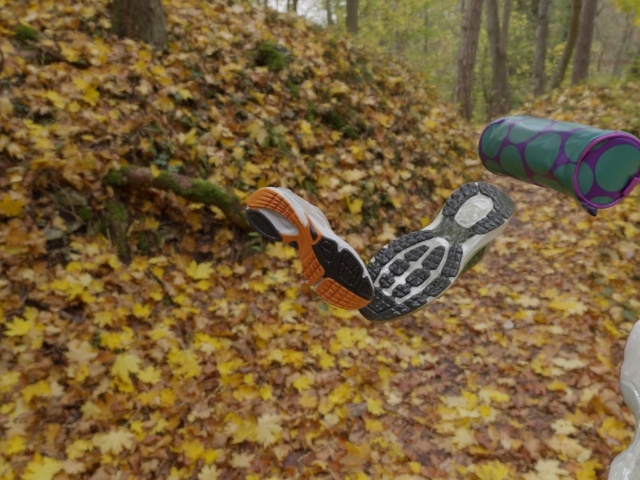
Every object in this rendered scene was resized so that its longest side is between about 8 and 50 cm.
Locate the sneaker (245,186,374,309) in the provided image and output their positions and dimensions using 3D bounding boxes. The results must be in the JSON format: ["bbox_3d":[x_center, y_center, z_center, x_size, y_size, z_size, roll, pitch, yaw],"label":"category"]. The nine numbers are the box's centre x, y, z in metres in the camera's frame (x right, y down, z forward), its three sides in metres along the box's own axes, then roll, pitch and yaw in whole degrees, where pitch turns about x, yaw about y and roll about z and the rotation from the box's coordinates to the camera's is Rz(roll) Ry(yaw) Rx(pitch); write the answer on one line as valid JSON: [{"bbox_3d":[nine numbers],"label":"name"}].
[{"bbox_3d":[0.000,0.000,0.930,0.099,0.262,0.121,-43,0,24],"label":"sneaker"}]

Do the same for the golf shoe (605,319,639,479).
[{"bbox_3d":[0.335,0.204,0.472,0.115,0.306,0.140,22,-21,-19],"label":"golf shoe"}]

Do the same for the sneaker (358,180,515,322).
[{"bbox_3d":[0.249,0.057,1.153,0.410,0.182,0.158,-36,56,-19],"label":"sneaker"}]

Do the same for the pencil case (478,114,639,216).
[{"bbox_3d":[0.204,-0.072,0.480,0.064,0.070,0.151,-48,23,5],"label":"pencil case"}]
